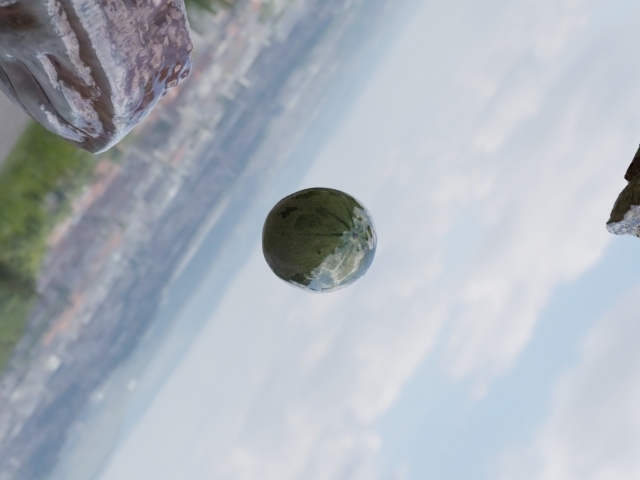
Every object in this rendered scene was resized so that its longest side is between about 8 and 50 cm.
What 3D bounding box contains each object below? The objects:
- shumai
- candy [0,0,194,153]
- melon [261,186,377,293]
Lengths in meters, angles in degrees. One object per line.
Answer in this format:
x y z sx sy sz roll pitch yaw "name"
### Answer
0.339 -0.057 1.621 0.105 0.123 0.139 -122 -152 -44 "shumai"
-0.213 -0.215 1.268 0.157 0.290 0.214 -41 -147 -25 "candy"
0.000 0.000 1.426 0.098 0.098 0.130 -57 -157 -13 "melon"
